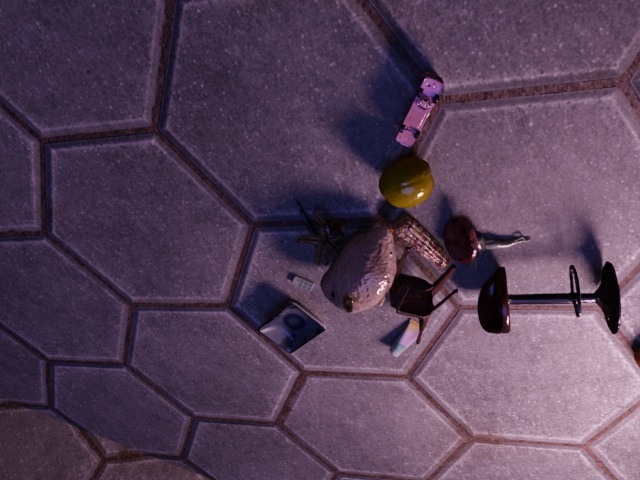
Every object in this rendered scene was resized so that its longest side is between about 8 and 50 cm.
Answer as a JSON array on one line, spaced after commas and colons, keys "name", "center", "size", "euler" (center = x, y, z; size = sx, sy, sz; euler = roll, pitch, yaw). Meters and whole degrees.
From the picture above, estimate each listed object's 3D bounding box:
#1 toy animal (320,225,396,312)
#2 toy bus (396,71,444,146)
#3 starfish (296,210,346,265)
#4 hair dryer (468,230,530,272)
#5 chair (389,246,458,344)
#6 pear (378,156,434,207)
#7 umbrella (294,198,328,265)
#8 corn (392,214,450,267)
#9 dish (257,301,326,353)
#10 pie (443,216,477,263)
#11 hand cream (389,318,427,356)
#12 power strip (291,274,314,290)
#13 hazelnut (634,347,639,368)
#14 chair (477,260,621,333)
[{"name": "toy animal", "center": [0.147, 0.106, 1.713], "size": [0.188, 0.226, 0.358], "euler": [3, 131, -37]}, {"name": "toy bus", "center": [0.272, -0.362, 1.422], "size": [0.063, 0.090, 0.203], "euler": [22, 128, -2]}, {"name": "starfish", "center": [-0.001, 0.001, 1.739], "size": [0.146, 0.074, 0.189], "euler": [13, 110, -12]}, {"name": "hair dryer", "center": [0.562, 0.041, 1.678], "size": [0.199, 0.067, 0.167], "euler": [2, 136, -5]}, {"name": "chair", "center": [0.314, 0.199, 1.733], "size": [0.183, 0.175, 0.326], "euler": [14, 137, -5]}, {"name": "pear", "center": [0.260, -0.173, 1.530], "size": [0.162, 0.148, 0.148], "euler": [-21, 117, 26]}, {"name": "umbrella", "center": [-0.027, -0.033, 1.784], "size": [0.044, 0.044, 0.269], "euler": [-2, 119, 48]}, {"name": "corn", "center": [0.333, 0.008, 1.690], "size": [0.237, 0.079, 0.079], "euler": [41, 125, -19]}, {"name": "dish", "center": [-0.108, 0.327, 2.031], "size": [0.182, 0.080, 0.243], "euler": [39, 127, -14]}, {"name": "pie", "center": [0.444, 0.002, 1.627], "size": [0.036, 0.154, 0.154], "euler": [-17, 130, -23]}, {"name": "hand cream", "center": [0.331, 0.376, 1.979], "size": [0.076, 0.047, 0.174], "euler": [31, 118, -7]}, {"name": "power strip", "center": [-0.065, 0.160, 1.938], "size": [0.090, 0.016, 0.040], "euler": [23, 128, -3]}, {"name": "hazelnut", "center": [1.152, 0.409, 1.737], "size": [0.150, 0.150, 0.150], "euler": [7, 127, 10]}, {"name": "chair", "center": [0.701, 0.187, 1.624], "size": [0.401, 0.226, 0.226], "euler": [-4, 124, 18]}]
